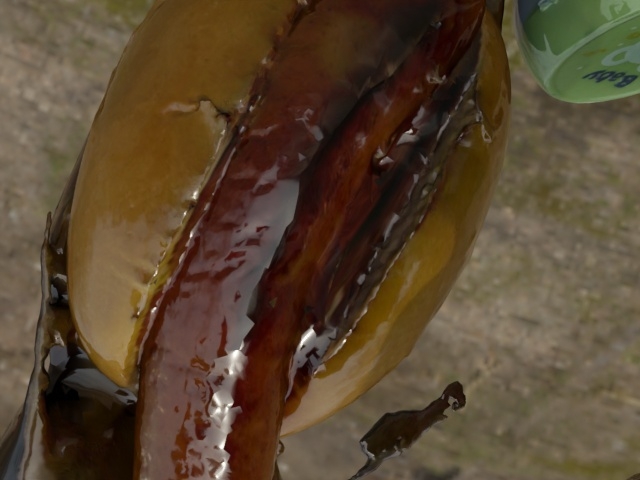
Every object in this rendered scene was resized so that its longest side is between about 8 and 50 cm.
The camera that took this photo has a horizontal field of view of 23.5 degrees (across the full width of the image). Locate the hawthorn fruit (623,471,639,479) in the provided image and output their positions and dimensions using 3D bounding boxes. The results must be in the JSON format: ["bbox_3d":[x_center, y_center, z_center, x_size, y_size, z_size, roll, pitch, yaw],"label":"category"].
[{"bbox_3d":[0.120,0.135,0.481,0.149,0.149,0.189,8,163,33],"label":"hawthorn fruit"}]

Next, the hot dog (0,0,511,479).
[{"bbox_3d":[-0.005,-0.004,0.600,0.194,0.326,0.107,13,172,-15],"label":"hot dog"}]

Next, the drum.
[{"bbox_3d":[0.175,-0.133,0.631,0.130,0.049,0.253,-6,160,-32],"label":"drum"}]
